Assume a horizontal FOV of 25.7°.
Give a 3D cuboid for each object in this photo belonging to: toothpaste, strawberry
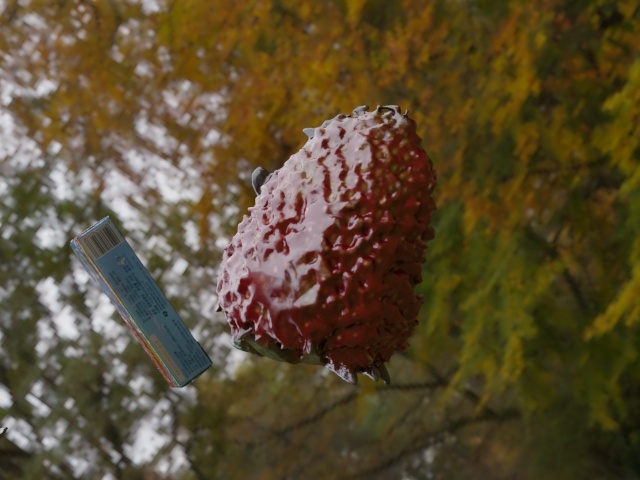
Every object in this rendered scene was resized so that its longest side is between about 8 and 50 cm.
[{"bbox_3d":[-0.192,0.067,1.490,0.044,0.193,0.070,-36,6,-18],"label":"toothpaste"},{"bbox_3d":[0.000,0.000,1.504,0.138,0.233,0.306,-24,-54,-69],"label":"strawberry"}]

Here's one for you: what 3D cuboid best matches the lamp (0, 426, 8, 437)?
[{"bbox_3d":[-0.461,0.101,1.584,0.089,0.090,0.325,-59,-47,-68],"label":"lamp"}]
